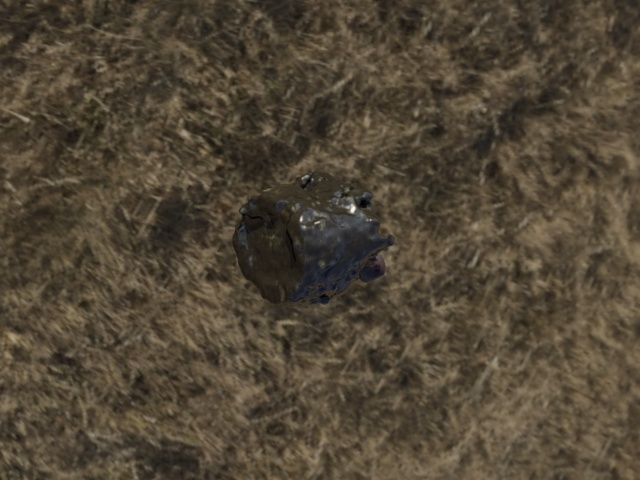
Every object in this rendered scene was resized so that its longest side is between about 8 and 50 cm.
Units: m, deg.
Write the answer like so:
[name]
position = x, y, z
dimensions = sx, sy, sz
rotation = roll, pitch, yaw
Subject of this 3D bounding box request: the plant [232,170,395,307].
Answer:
[plant]
position = 0.000, 0.000, 1.371
dimensions = 0.234, 0.178, 0.204
rotation = -6, 128, -43
